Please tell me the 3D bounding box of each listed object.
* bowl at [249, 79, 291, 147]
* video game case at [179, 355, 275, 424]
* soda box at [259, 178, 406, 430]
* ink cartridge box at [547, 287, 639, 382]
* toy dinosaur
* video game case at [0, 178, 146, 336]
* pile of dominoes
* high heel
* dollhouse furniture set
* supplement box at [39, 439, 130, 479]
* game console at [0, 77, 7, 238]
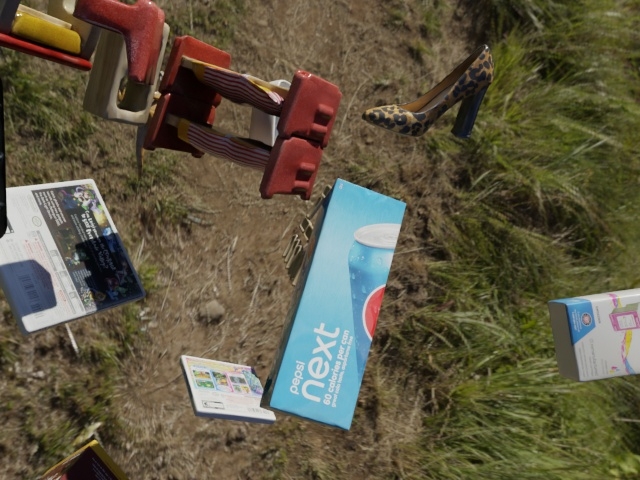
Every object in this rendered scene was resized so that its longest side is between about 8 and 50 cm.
[{"bbox_3d":[-0.061,-0.156,0.855,0.053,0.142,0.141,3,86,21],"label":"bowl"},{"bbox_3d":[-0.171,0.273,1.051,0.157,0.143,0.019,18,110,-33],"label":"video game case"},{"bbox_3d":[0.012,0.056,0.519,0.071,0.067,0.210,19,71,-8],"label":"soda box"},{"bbox_3d":[0.332,0.104,0.648,0.123,0.052,0.088,-8,86,-3],"label":"ink cartridge box"},{"bbox_3d":[-0.319,-0.219,1.058,0.064,0.112,0.211,15,82,33],"label":"toy dinosaur"},{"bbox_3d":[-0.341,0.013,0.757,0.173,0.022,0.190,-18,78,-53],"label":"video game case"},{"bbox_3d":[0.000,0.000,1.192,0.040,0.251,0.196,32,100,-19],"label":"pile of dominoes"},{"bbox_3d":[0.211,-0.298,1.122,0.261,0.186,0.093,-2,32,-23],"label":"high heel"},{"bbox_3d":[-0.156,-0.151,0.621,0.201,0.374,0.152,24,102,25],"label":"dollhouse furniture set"},{"bbox_3d":[-0.400,0.479,0.938,0.129,0.194,0.191,-34,98,15],"label":"supplement box"},{"bbox_3d":[-0.277,-0.068,0.411,0.085,0.124,0.143,-2,92,-25],"label":"game console"}]
